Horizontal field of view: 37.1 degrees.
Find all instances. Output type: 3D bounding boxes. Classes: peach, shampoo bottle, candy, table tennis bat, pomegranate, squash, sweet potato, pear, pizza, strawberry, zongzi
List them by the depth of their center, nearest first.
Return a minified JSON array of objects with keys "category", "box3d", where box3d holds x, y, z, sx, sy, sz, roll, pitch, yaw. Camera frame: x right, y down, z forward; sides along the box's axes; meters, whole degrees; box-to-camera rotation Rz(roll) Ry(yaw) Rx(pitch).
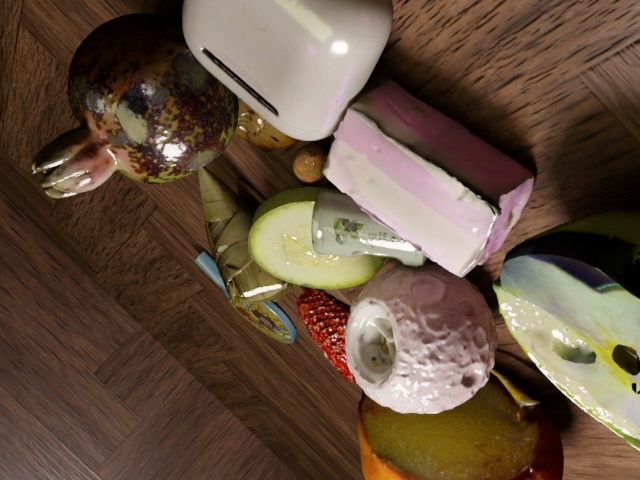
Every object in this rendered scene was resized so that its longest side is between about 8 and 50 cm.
[{"category":"pear","box3d":[0.418,0.098,1.164,0.398,0.165,0.399,35,157,18]},{"category":"candy","box3d":[0.142,-0.085,1.306,0.265,0.116,0.156,35,138,16]},{"category":"pomegranate","box3d":[-0.302,-0.190,1.485,0.285,0.340,0.285,40,159,19]},{"category":"shampoo bottle","box3d":[0.107,-0.014,1.523,0.234,0.087,0.118,8,139,11]},{"category":"sweet potato","box3d":[-0.011,-0.116,1.629,0.068,0.068,0.226,35,166,17]},{"category":"squash","box3d":[0.000,0.000,1.681,0.251,0.049,0.252,6,142,5]},{"category":"peach","box3d":[0.256,0.402,1.756,0.405,0.335,0.310,22,146,42]},{"category":"pizza","box3d":[-0.136,-0.073,1.949,0.099,0.029,0.100,35,158,15]},{"category":"zongzi","box3d":[-0.156,-0.014,1.970,0.300,0.145,0.274,64,-176,5]},{"category":"strawberry","box3d":[0.048,0.227,2.089,0.286,0.106,0.188,38,156,11]},{"category":"table tennis bat","box3d":[-0.190,0.149,2.433,0.329,0.044,0.215,42,159,-4]}]

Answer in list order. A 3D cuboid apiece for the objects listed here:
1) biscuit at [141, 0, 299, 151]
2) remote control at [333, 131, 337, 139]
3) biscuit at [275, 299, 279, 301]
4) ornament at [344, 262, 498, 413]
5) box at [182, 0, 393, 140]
[{"category":"biscuit","box3d":[-0.165,-0.285,1.599,0.359,0.046,0.359,35,158,17]},{"category":"remote control","box3d":[0.116,-0.130,1.431,0.260,0.029,0.067,23,150,39]},{"category":"biscuit","box3d":[-0.142,0.063,2.167,0.183,0.061,0.118,44,156,-9]},{"category":"ornament","box3d":[0.172,0.164,1.594,0.259,0.225,0.260,3,93,57]},{"category":"box","box3d":[-0.054,-0.293,1.270,0.288,0.141,0.349,40,158,3]}]
